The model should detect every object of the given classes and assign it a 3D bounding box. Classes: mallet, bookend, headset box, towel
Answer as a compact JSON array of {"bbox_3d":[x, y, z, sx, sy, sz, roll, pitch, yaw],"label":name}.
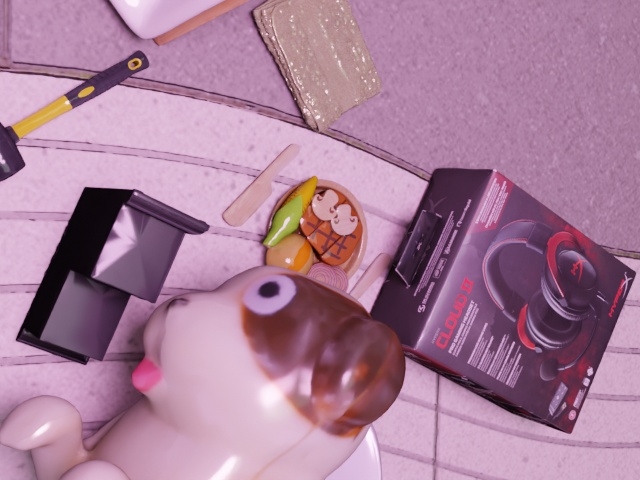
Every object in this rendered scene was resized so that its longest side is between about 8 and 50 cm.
[{"bbox_3d":[-0.240,-0.129,0.785,0.189,0.039,0.062,-46,111,-24],"label":"mallet"},{"bbox_3d":[-0.185,0.038,0.756,0.072,0.157,0.156,27,80,-28],"label":"bookend"},{"bbox_3d":[0.201,0.064,1.005,0.293,0.110,0.218,31,79,-28],"label":"headset box"},{"bbox_3d":[0.000,-0.200,0.918,0.110,0.027,0.148,-36,109,-24],"label":"towel"}]

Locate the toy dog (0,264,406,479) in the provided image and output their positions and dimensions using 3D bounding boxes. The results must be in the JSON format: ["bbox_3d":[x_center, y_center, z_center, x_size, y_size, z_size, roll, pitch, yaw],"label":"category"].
[{"bbox_3d":[-0.067,0.223,0.726,0.396,0.284,0.407,11,93,-22],"label":"toy dog"}]

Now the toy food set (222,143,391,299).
[{"bbox_3d":[0.000,0.000,0.926,0.192,0.038,0.132,48,71,-24],"label":"toy food set"}]

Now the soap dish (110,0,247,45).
[{"bbox_3d":[-0.101,-0.312,0.717,0.229,0.291,0.118,57,49,-20],"label":"soap dish"}]

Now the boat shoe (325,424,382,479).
[{"bbox_3d":[0.014,0.313,0.926,0.108,0.102,0.301,4,95,14],"label":"boat shoe"}]
